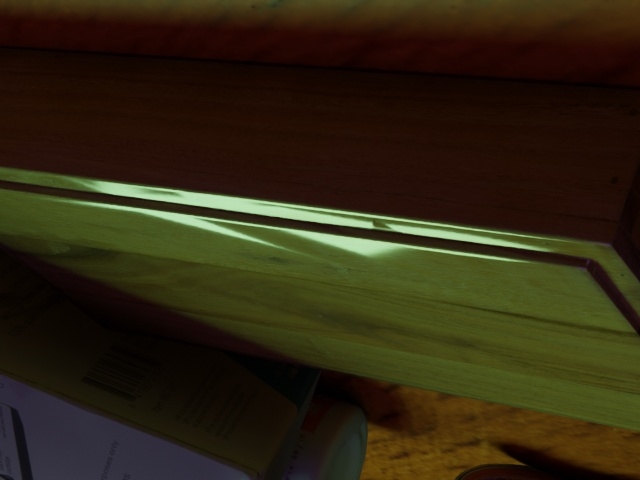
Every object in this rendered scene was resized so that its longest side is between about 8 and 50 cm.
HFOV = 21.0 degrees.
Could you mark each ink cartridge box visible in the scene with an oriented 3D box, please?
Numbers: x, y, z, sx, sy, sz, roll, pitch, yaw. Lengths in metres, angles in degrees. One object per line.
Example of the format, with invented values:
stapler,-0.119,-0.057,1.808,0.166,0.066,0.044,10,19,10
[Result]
ink cartridge box,-0.173,0.096,1.042,0.307,0.129,0.223,21,-164,4

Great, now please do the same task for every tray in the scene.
tray,0.000,0.000,0.824,0.411,0.076,0.203,9,156,37

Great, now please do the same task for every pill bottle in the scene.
pill bottle,-0.074,0.140,1.220,0.193,0.108,0.108,16,160,18

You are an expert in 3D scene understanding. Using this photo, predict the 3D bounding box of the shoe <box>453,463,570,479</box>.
shoe,0.175,0.184,1.139,0.178,0.063,0.081,18,160,-3
